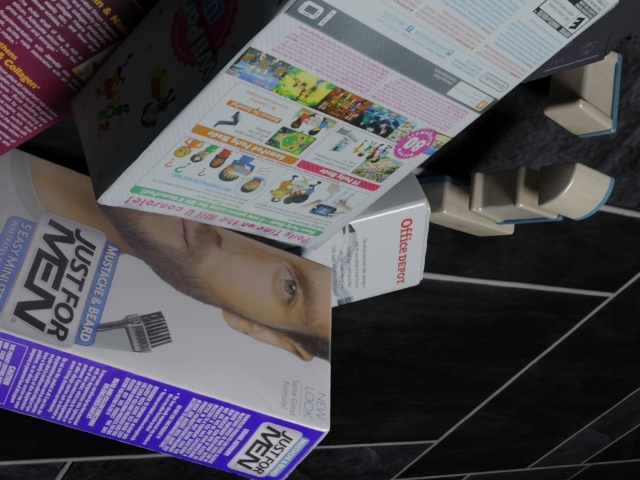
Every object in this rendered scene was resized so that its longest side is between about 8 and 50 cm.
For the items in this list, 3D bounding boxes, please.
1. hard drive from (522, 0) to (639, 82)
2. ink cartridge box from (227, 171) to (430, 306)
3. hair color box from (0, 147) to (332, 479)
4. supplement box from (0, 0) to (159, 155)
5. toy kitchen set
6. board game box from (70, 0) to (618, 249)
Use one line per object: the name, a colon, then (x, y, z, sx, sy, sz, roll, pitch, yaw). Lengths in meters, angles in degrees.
hard drive: (0.216, -0.274, 0.616, 0.237, 0.064, 0.339, -18, 146, -4)
ink cartridge box: (0.000, 0.000, 0.857, 0.208, 0.087, 0.153, -13, 144, -8)
hair color box: (-0.160, 0.060, 0.679, 0.339, 0.185, 0.110, 22, 131, -19)
supplement box: (-0.209, -0.141, 0.562, 0.188, 0.081, 0.104, -28, 145, 11)
toy kitchen set: (0.217, -0.099, 0.860, 0.122, 0.166, 0.207, 14, 169, -39)
board game box: (0.014, -0.125, 0.551, 0.303, 0.097, 0.224, -39, 149, 28)
